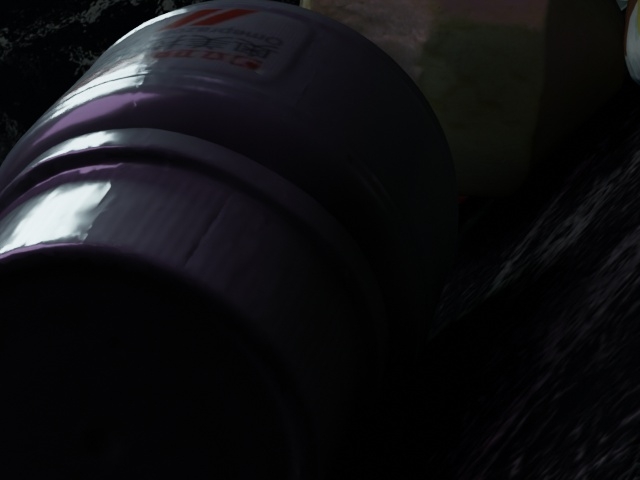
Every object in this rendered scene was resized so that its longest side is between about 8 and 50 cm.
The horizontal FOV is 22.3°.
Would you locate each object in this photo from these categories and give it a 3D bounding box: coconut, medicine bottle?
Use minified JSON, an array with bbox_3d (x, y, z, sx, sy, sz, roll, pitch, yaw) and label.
[{"bbox_3d":[0.105,-0.152,1.210,0.259,0.259,0.259,-44,3,3],"label":"coconut"},{"bbox_3d":[-0.063,0.026,0.855,0.245,0.245,0.306,-43,11,27],"label":"medicine bottle"}]

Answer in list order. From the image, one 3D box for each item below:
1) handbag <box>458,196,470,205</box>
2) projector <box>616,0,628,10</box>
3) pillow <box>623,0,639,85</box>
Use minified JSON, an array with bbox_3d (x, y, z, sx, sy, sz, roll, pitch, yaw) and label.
[{"bbox_3d":[0.045,-0.057,1.412,0.298,0.151,0.171,-45,5,-15],"label":"handbag"},{"bbox_3d":[0.327,-0.293,1.742,0.115,0.061,0.147,-48,4,-32],"label":"projector"},{"bbox_3d":[0.249,-0.152,0.799,0.233,0.086,0.214,-43,13,-36],"label":"pillow"}]
